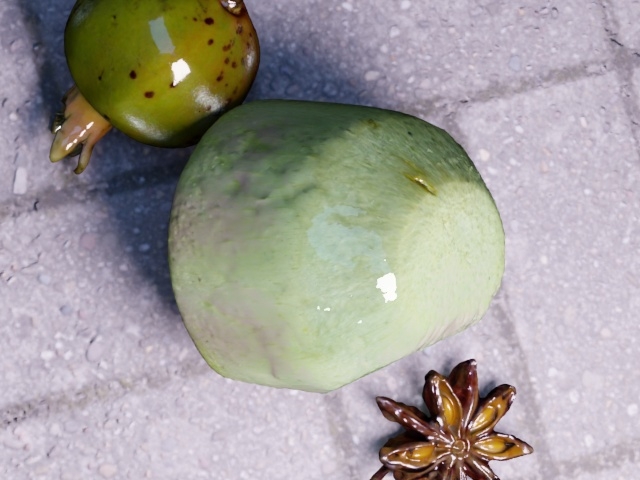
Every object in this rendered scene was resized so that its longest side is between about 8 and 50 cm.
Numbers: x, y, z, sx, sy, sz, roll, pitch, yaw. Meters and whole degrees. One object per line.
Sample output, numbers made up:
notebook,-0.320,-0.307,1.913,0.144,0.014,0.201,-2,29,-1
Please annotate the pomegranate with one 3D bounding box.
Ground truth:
pomegranate,-0.168,-0.162,1.860,0.198,0.198,0.246,34,85,-5

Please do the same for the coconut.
coconut,0.000,0.000,1.831,0.328,0.328,0.281,-34,123,-13

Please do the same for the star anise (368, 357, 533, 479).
star anise,0.101,0.203,1.915,0.234,0.073,0.177,4,90,-27
